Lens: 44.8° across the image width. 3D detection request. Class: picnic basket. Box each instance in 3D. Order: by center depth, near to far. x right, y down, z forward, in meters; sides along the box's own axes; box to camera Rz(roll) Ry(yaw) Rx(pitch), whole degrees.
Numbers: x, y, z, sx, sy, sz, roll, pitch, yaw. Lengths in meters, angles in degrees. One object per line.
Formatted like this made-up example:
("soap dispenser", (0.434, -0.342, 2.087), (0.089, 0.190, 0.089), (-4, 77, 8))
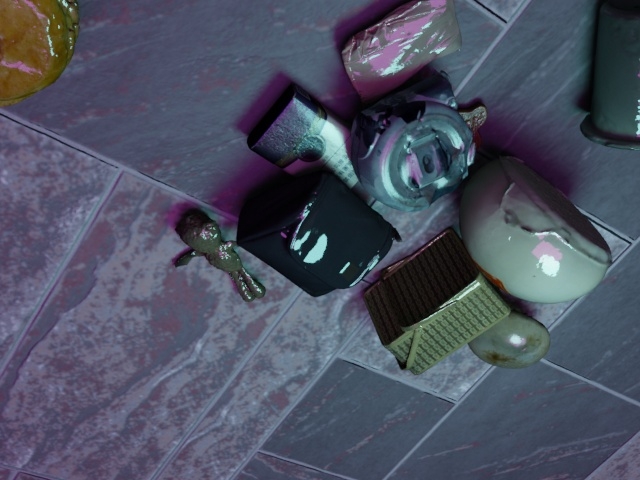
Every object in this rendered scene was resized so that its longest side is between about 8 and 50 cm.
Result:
("picnic basket", (0.275, 0.154, 1.942), (0.313, 0.228, 0.175), (-37, 125, 14))

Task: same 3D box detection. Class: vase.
("vase", (0.697, -0.371, 1.676), (0.245, 0.245, 0.291), (-9, 120, -5))

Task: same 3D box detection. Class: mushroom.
("mushroom", (0.504, 0.250, 2.096), (0.227, 0.178, 0.226), (9, 162, 3))

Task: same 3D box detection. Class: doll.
("doll", (-0.223, 0.040, 1.849), (0.286, 0.091, 0.203), (34, 146, -18))

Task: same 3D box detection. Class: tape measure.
("tape measure", (0.196, -0.197, 1.669), (0.256, 0.147, 0.275), (-28, 123, -10))

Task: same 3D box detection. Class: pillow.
("pillow", (0.175, -0.405, 1.631), (0.270, 0.067, 0.173), (-29, 130, 9))

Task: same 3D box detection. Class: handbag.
("handbag", (-0.001, 0.003, 1.764), (0.275, 0.177, 0.302), (-18, 137, 36))

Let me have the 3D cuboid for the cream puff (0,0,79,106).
("cream puff", (-0.592, -0.408, 1.369), (0.327, 0.231, 0.342), (-12, 133, 3))

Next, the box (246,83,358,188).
("box", (-0.013, -0.211, 1.724), (0.259, 0.071, 0.168), (30, 115, -30))

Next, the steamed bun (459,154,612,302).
("steamed bun", (0.471, -0.005, 1.787), (0.374, 0.374, 0.241), (27, 117, -26))

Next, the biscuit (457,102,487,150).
("biscuit", (0.276, -0.263, 1.772), (0.205, 0.031, 0.138), (-2, 123, -11))
